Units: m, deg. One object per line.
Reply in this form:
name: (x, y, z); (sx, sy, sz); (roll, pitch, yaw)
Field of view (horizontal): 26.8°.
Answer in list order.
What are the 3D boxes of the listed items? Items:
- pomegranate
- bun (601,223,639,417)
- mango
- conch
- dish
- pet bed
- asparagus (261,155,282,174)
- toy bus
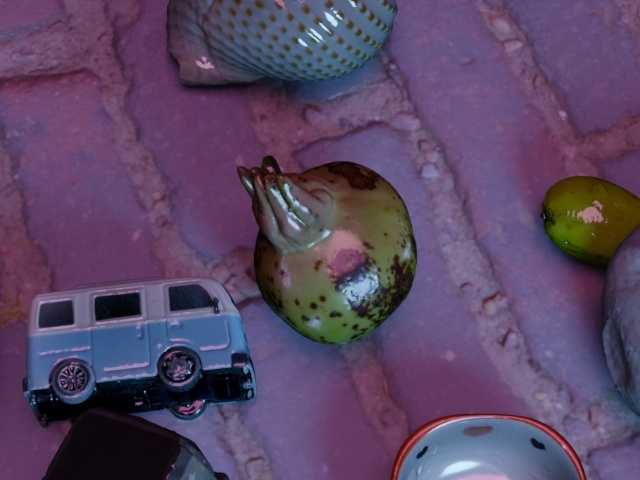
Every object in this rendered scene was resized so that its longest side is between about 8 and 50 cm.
pomegranate: (0.015, -0.008, 1.645); (0.204, 0.277, 0.222); (-12, 49, -6)
bun: (0.514, 0.103, 1.640); (0.354, 0.194, 0.354); (2, 78, -9)
mango: (0.376, -0.025, 1.764); (0.178, 0.100, 0.119); (16, 62, -7)
conch: (-0.063, -0.349, 1.828); (0.319, 0.215, 0.303); (-19, 58, -12)
dish: (0.193, 0.333, 1.588); (0.256, 0.117, 0.256); (1, 66, -2)
pet bed: (-0.221, 0.324, 1.562); (0.183, 0.159, 0.211); (11, 62, 29)
asparagus: (-0.054, -0.063, 1.800); (0.025, 0.021, 0.108); (-19, 69, -6)
toy bus: (-0.220, 0.130, 1.649); (0.271, 0.133, 0.165); (-6, 63, -3)
